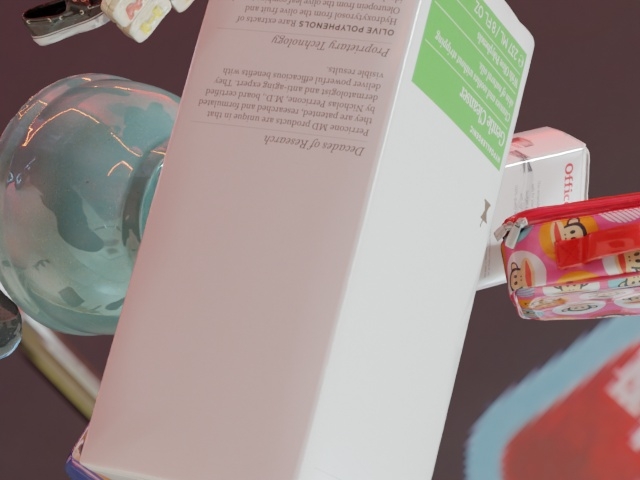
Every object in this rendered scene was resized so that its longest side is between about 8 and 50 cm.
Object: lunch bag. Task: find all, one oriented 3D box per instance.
[{"bbox_3d":[0.347,0.013,2.231,0.258,0.293,0.120,45,38,-76],"label":"lunch bag"}]

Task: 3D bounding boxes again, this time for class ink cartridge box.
[{"bbox_3d":[0.209,-0.036,2.394,0.092,0.218,0.158,34,-49,53],"label":"ink cartridge box"}]

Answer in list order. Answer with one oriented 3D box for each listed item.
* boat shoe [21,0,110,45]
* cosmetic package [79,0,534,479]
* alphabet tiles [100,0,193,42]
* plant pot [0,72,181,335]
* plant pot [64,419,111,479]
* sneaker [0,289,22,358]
[{"bbox_3d":[-0.270,-0.258,2.222,0.142,0.049,0.040,-20,-52,24],"label":"boat shoe"},{"bbox_3d":[0.000,0.000,1.255,0.155,0.365,0.197,7,-13,26],"label":"cosmetic package"},{"bbox_3d":[-0.120,-0.331,2.063,0.021,0.284,0.278,37,-2,11],"label":"alphabet tiles"},{"bbox_3d":[-0.186,-0.030,2.152,0.196,0.293,0.293,8,-39,45],"label":"plant pot"},{"bbox_3d":[-0.086,0.203,1.911,0.236,0.236,0.212,30,-5,36],"label":"plant pot"},{"bbox_3d":[-0.409,-0.019,1.905,0.341,0.139,0.125,40,17,-10],"label":"sneaker"}]
